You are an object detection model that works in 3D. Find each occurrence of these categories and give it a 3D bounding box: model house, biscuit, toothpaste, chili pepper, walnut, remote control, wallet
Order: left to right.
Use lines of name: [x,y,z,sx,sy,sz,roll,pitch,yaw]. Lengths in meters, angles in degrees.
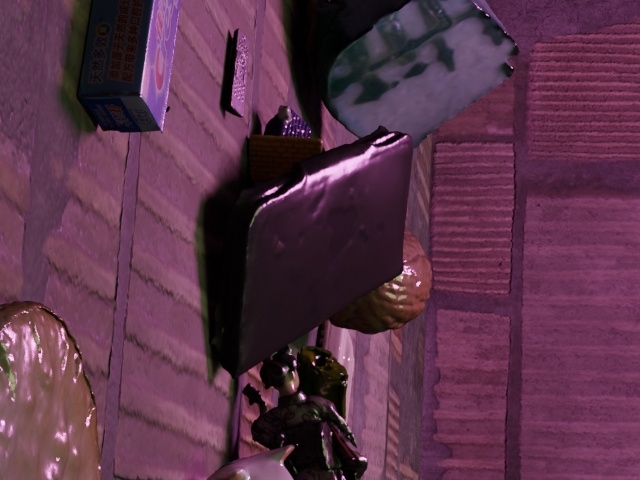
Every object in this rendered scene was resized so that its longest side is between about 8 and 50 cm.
biscuit: [-0.181,0.111,0.984,0.290,0.038,0.141,62,30,-71]
toothpaste: [-0.135,-0.216,1.188,0.066,0.053,0.272,70,24,-65]
remote control: [-0.087,-0.172,1.587,0.034,0.016,0.091,41,48,-57]
model house: [-0.028,-0.095,1.728,0.101,0.087,0.100,-78,167,-47]
wallet: [0.000,0.000,1.655,0.377,0.051,0.197,-31,128,-56]
chili pepper: [0.005,0.274,2.033,0.076,0.085,0.359,-36,145,-27]
remote control: [0.022,0.178,2.167,0.090,0.049,0.230,83,10,-49]
walnut: [0.058,0.042,2.009,0.230,0.178,0.178,8,83,-79]
model house: [0.078,-0.341,2.081,0.295,0.251,0.329,30,34,-53]

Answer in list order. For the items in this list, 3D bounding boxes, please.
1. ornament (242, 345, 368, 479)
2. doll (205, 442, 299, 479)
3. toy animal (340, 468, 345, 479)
ornament: [-0.031,0.206,1.659,0.153,0.166,0.196,52,25,-77]
doll: [-0.069,0.293,1.482,0.110,0.106,0.181,-18,104,-58]
toy animal: [-0.002,0.310,1.891,0.137,0.098,0.098,-135,-136,-77]
